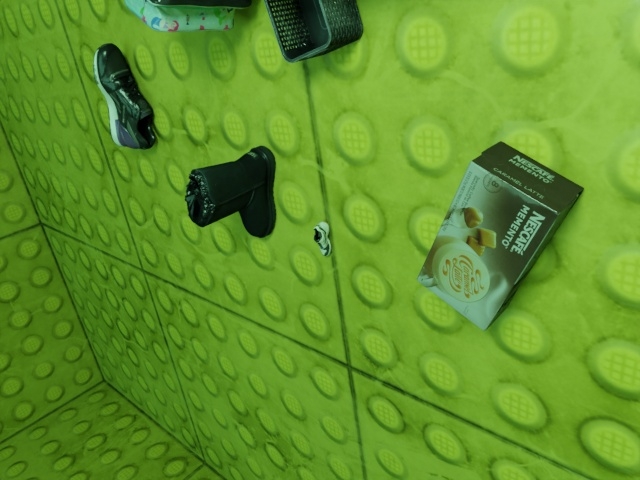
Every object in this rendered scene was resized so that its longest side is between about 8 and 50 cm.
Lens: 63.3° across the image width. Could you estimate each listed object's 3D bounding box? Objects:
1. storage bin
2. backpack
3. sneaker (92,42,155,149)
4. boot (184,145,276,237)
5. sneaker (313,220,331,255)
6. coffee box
[{"bbox_3d":[-0.020,-0.399,0.851,0.122,0.084,0.180,-3,112,48],"label":"storage bin"},{"bbox_3d":[-0.263,-0.498,0.940,0.253,0.225,0.191,46,135,22],"label":"backpack"},{"bbox_3d":[-0.506,-0.381,1.393,0.124,0.107,0.283,14,129,24],"label":"sneaker"},{"bbox_3d":[-0.200,-0.077,1.151,0.094,0.207,0.246,34,135,28],"label":"boot"},{"bbox_3d":[0.000,0.000,1.122,0.032,0.037,0.083,16,126,38],"label":"sneaker"},{"bbox_3d":[0.261,-0.002,0.789,0.141,0.098,0.246,38,137,24],"label":"coffee box"}]
